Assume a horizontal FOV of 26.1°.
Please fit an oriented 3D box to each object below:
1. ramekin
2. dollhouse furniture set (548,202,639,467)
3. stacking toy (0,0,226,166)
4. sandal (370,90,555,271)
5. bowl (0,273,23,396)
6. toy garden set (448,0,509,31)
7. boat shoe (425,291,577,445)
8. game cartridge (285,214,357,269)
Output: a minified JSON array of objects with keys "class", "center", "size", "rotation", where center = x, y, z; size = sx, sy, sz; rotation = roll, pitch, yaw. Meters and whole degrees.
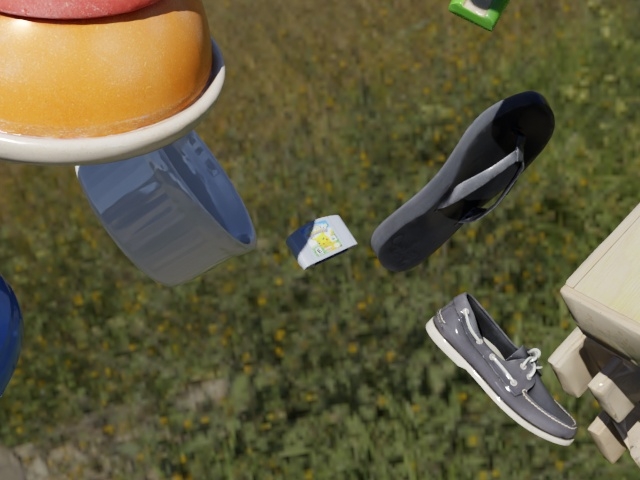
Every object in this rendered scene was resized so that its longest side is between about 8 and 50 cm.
[{"class":"ramekin","center":[-0.224,-0.067,1.955],"size":[0.135,0.277,0.277],"rotation":[-34,31,10]},{"class":"dollhouse furniture set","center":[0.427,0.106,1.320],"size":[0.256,0.394,0.362],"rotation":[-45,41,-12]},{"class":"stacking toy","center":[-0.248,-0.342,1.331],"size":[0.351,0.480,0.350],"rotation":[6,37,-5]},{"class":"sandal","center":[0.164,-0.052,1.488],"size":[0.097,0.254,0.054],"rotation":[24,26,-43]},{"class":"bowl","center":[-0.516,0.128,1.482],"size":[0.391,0.077,0.391],"rotation":[-11,40,9]},{"class":"toy garden set","center":[0.091,-0.327,1.219],"size":[0.244,0.049,0.204],"rotation":[28,72,8]},{"class":"boat shoe","center":[0.210,0.140,1.516],"size":[0.206,0.065,0.075],"rotation":[42,19,9]},{"class":"game cartridge","center":[0.000,0.000,1.784],"size":[0.083,0.017,0.056],"rotation":[-25,66,-24]}]
